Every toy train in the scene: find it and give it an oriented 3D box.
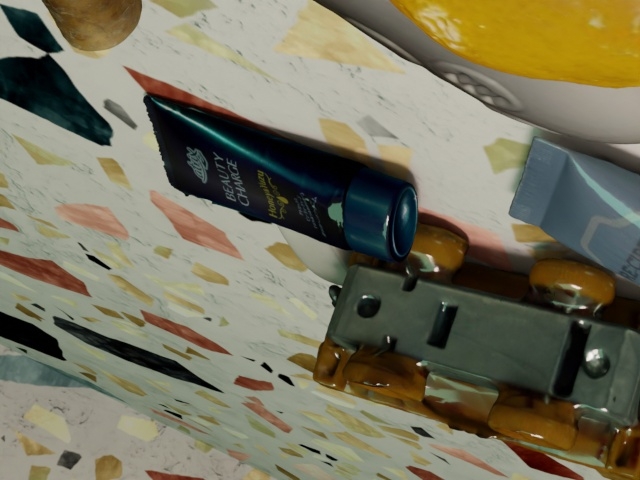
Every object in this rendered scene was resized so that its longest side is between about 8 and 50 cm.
[{"bbox_3d":[0.180,0.111,1.077,0.369,0.163,0.231,13,165,28],"label":"toy train"}]

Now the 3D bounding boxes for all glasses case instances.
[{"bbox_3d":[0.000,0.000,1.162,0.063,0.041,0.164,16,158,29],"label":"glasses case"}]

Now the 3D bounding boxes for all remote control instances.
[{"bbox_3d":[0.050,-0.149,0.588,0.332,0.103,0.221,31,-171,-13],"label":"remote control"}]

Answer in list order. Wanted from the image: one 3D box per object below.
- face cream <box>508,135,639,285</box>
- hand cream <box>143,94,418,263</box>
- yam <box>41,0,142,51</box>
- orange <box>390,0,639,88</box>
[{"bbox_3d":[0.319,0.035,0.833,0.385,0.086,0.135,26,160,11],"label":"face cream"},{"bbox_3d":[-0.041,-0.055,1.052,0.270,0.061,0.120,21,145,26],"label":"hand cream"},{"bbox_3d":[-0.180,-0.236,0.743,0.081,0.081,0.357,20,161,13],"label":"yam"},{"bbox_3d":[0.100,-0.158,0.398,0.219,0.219,0.193,28,145,-8],"label":"orange"}]
